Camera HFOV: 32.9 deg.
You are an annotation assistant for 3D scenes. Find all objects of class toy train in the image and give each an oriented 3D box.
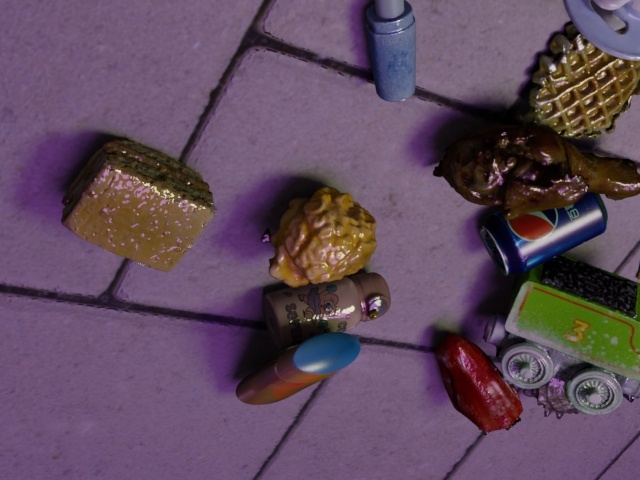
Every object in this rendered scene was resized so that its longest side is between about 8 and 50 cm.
[{"bbox_3d":[0.468,0.166,1.988,0.307,0.173,0.248,21,123,6],"label":"toy train"}]

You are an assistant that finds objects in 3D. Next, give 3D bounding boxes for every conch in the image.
[{"bbox_3d":[0.529,0.232,2.181,0.241,0.186,0.313,32,126,-26],"label":"conch"}]

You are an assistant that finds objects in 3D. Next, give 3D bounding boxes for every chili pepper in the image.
[{"bbox_3d":[0.287,0.252,2.089,0.136,0.144,0.252,-19,127,17],"label":"chili pepper"}]

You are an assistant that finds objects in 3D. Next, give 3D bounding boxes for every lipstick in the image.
[{"bbox_3d":[0.095,-0.314,1.486,0.068,0.061,0.274,-18,137,-9],"label":"lipstick"}]

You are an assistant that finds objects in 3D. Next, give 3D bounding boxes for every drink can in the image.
[{"bbox_3d":[0.387,-0.025,1.879,0.205,0.118,0.118,-27,138,-2],"label":"drink can"}]

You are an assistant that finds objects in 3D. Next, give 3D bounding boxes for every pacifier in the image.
[{"bbox_3d":[0.446,-0.373,1.568,0.279,0.227,0.207,-41,174,-15],"label":"pacifier"}]

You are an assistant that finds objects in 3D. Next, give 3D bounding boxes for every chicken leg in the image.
[{"bbox_3d":[0.370,-0.110,1.698,0.361,0.211,0.140,3,111,-13],"label":"chicken leg"}]

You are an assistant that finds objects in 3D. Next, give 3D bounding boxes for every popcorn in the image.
[{"bbox_3d":[0.000,0.000,1.667,0.170,0.180,0.180,16,130,5],"label":"popcorn"}]

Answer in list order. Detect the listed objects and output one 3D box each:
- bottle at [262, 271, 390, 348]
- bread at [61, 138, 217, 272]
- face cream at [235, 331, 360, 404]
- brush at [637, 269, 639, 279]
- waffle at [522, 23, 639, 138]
[{"bbox_3d":[0.017,0.113,1.818,0.209,0.110,0.097,-14,115,-15],"label":"bottle"},{"bbox_3d":[-0.257,-0.054,1.519,0.196,0.102,0.138,22,115,-37],"label":"bread"},{"bbox_3d":[-0.037,0.216,1.819,0.139,0.067,0.285,-14,168,-27],"label":"face cream"},{"bbox_3d":[0.678,0.100,2.231,0.083,0.011,0.205,-16,137,-15],"label":"brush"},{"bbox_3d":[0.431,-0.255,1.727,0.214,0.054,0.207,4,126,-27],"label":"waffle"}]
